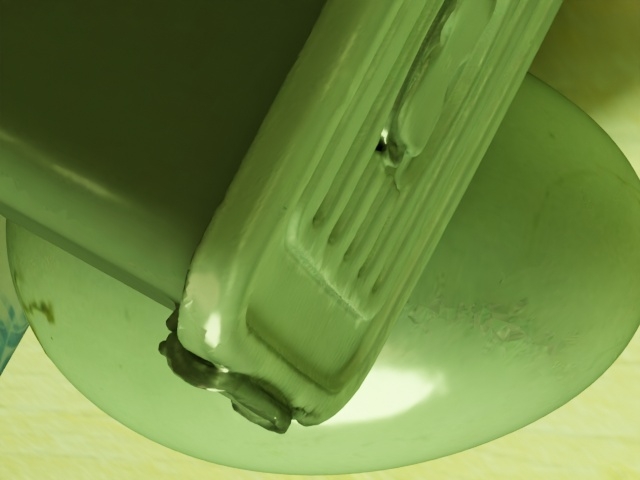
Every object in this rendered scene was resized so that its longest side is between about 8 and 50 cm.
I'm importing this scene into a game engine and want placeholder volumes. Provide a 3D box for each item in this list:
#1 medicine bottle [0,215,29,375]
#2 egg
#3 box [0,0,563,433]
[{"bbox_3d":[-0.222,0.042,0.858,0.157,0.289,0.157,18,148,12],"label":"medicine bottle"},{"bbox_3d":[0.000,0.000,0.740,0.264,0.183,0.183,6,143,29],"label":"egg"},{"bbox_3d":[-0.015,-0.080,0.588,0.135,0.243,0.163,26,174,18],"label":"box"}]
